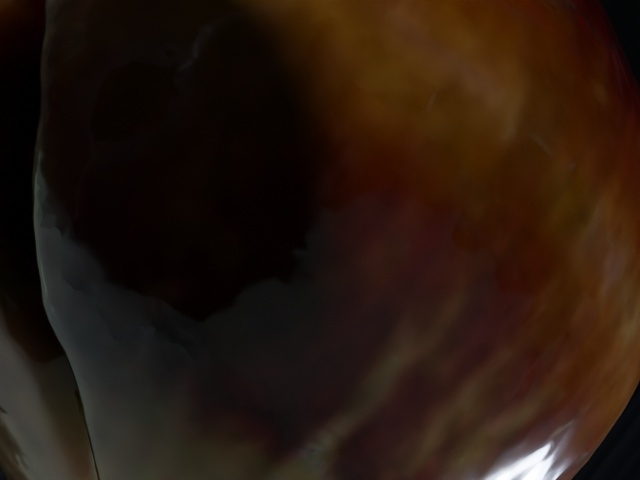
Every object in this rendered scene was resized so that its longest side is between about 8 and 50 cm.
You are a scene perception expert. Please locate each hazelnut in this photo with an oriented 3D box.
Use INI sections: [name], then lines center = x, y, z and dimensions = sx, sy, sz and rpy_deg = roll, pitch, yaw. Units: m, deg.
[hazelnut]
center = 0.000, 0.000, 0.638
dimensions = 0.402, 0.402, 0.429
rpy_deg = 30, -32, 42
